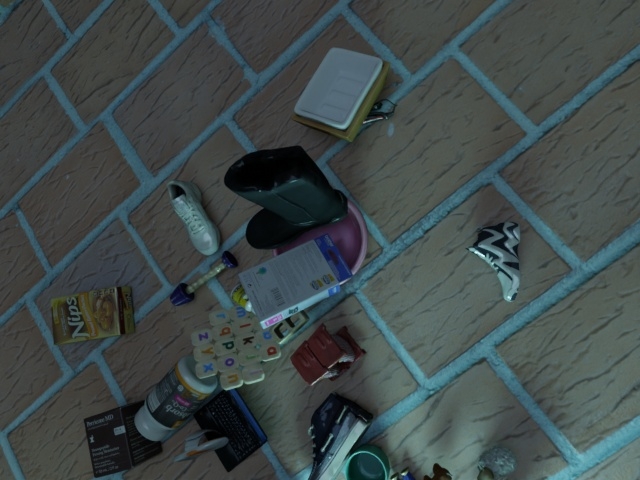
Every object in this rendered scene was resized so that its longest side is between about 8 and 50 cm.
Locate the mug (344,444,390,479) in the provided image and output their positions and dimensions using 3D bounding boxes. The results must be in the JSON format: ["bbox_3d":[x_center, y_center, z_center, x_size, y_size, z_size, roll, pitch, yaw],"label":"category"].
[{"bbox_3d":[0.145,0.707,1.410,0.129,0.097,0.158,6,87,17],"label":"mug"}]

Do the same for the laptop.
[{"bbox_3d":[-0.306,0.618,1.539,0.264,0.136,0.234,-41,74,9],"label":"laptop"}]

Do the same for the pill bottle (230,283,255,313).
[{"bbox_3d":[-0.249,0.204,1.596,0.116,0.065,0.065,33,94,25],"label":"pill bottle"}]

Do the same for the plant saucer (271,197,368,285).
[{"bbox_3d":[0.000,0.000,1.538,0.331,0.084,0.333,-2,83,16],"label":"plant saucer"}]

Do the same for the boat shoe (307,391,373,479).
[{"bbox_3d":[0.013,0.643,1.456,0.158,0.127,0.341,34,87,24],"label":"boat shoe"}]

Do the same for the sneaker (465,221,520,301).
[{"bbox_3d":[0.506,0.060,1.369,0.152,0.094,0.235,1,84,19],"label":"sneaker"}]

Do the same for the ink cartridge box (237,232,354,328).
[{"bbox_3d":[-0.074,0.118,1.411,0.310,0.065,0.186,-26,58,-8],"label":"ink cartridge box"}]

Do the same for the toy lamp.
[{"bbox_3d":[-0.425,0.141,1.658,0.274,0.080,0.080,-38,75,10],"label":"toy lamp"}]

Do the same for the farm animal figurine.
[{"bbox_3d":[0.436,0.772,1.254,0.326,0.172,0.331,-24,81,4],"label":"farm animal figurine"}]

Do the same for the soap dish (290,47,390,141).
[{"bbox_3d":[0.069,-0.473,1.514,0.228,0.118,0.291,25,80,26],"label":"soap dish"}]

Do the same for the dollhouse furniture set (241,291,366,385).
[{"bbox_3d":[-0.052,0.266,1.474,0.152,0.201,0.374,-45,67,8],"label":"dollhouse furniture set"}]

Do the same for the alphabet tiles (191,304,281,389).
[{"bbox_3d":[-0.283,0.348,1.542,0.277,0.021,0.284,-14,54,-10],"label":"alphabet tiles"}]

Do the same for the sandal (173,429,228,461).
[{"bbox_3d":[-0.420,0.686,1.568,0.265,0.101,0.076,-34,59,31],"label":"sandal"}]

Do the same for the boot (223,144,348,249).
[{"bbox_3d":[-0.139,-0.101,1.314,0.366,0.445,0.146,-23,78,13],"label":"boot"}]

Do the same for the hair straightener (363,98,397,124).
[{"bbox_3d":[0.146,-0.434,1.555,0.230,0.047,0.089,-10,80,21],"label":"hair straightener"}]

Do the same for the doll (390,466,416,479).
[{"bbox_3d":[0.291,0.783,1.383,0.129,0.046,0.189,-33,75,11],"label":"doll"}]

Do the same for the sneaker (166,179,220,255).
[{"bbox_3d":[-0.468,-0.082,1.657,0.114,0.152,0.305,-31,78,10],"label":"sneaker"}]

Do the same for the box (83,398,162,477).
[{"bbox_3d":[-0.695,0.693,1.636,0.168,0.167,0.203,-21,78,14],"label":"box"}]

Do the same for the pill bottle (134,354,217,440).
[{"bbox_3d":[-0.500,0.544,1.594,0.162,0.162,0.278,44,98,17],"label":"pill bottle"}]

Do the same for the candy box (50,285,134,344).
[{"bbox_3d":[-0.877,0.289,1.777,0.316,0.087,0.183,-11,81,16],"label":"candy box"}]
